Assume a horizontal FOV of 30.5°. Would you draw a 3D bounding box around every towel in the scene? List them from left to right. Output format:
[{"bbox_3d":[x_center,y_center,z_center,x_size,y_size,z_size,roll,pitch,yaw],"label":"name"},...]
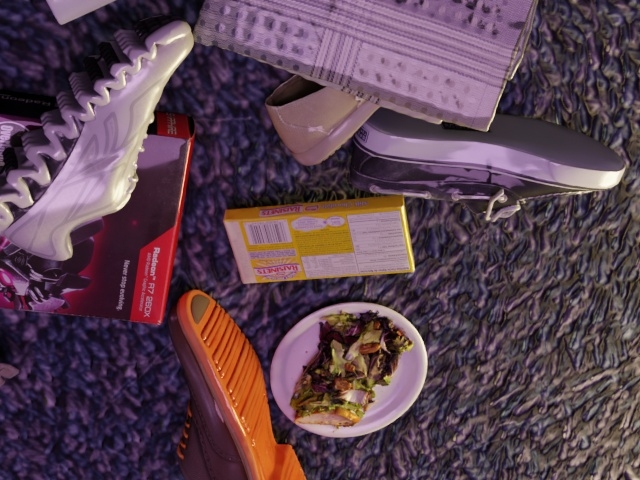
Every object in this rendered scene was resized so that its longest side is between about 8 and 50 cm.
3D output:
[{"bbox_3d":[0.070,-0.292,1.159,0.324,0.056,0.312,18,103,-2],"label":"towel"}]

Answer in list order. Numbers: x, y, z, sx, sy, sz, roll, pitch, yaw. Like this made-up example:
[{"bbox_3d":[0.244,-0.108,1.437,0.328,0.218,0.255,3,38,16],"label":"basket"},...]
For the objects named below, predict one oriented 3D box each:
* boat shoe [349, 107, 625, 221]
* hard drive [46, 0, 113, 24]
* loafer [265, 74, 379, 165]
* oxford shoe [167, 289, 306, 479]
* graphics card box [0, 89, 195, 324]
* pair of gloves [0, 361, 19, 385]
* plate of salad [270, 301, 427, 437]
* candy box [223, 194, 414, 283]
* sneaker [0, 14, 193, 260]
[{"bbox_3d":[0.186,-0.076,1.330,0.306,0.113,0.105,4,122,-10],"label":"boat shoe"},{"bbox_3d":[-0.169,-0.371,1.172,0.308,0.040,0.203,-24,117,3],"label":"hard drive"},{"bbox_3d":[0.044,-0.194,1.255,0.092,0.102,0.268,36,106,-28],"label":"loafer"},{"bbox_3d":[-0.128,0.232,1.428,0.133,0.130,0.363,-13,109,17],"label":"oxford shoe"},{"bbox_3d":[-0.336,-0.044,1.276,0.371,0.094,0.232,8,113,-11],"label":"graphics card box"},{"bbox_3d":[-0.494,0.146,1.339,0.240,0.042,0.204,-23,133,19],"label":"pair of gloves"},{"bbox_3d":[0.037,0.168,1.462,0.200,0.048,0.199,-3,116,-6],"label":"plate of salad"},{"bbox_3d":[0.000,0.000,1.344,0.206,0.027,0.105,-4,136,10],"label":"candy box"},{"bbox_3d":[-0.219,-0.102,1.171,0.118,0.110,0.292,39,102,-25],"label":"sneaker"}]
